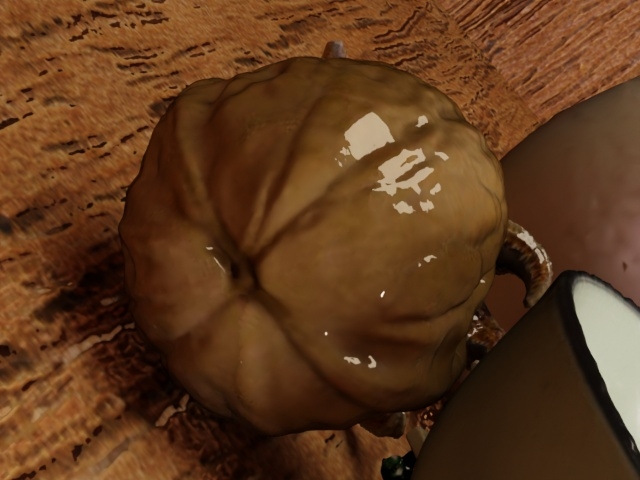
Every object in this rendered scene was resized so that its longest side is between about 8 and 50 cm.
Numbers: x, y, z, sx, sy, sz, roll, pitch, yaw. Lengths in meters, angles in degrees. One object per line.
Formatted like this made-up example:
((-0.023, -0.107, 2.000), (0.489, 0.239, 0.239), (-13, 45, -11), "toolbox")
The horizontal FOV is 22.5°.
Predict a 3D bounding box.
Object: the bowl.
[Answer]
((0.156, 0.205, 0.775), (0.354, 0.185, 0.354), (46, 17, -18), "bowl")

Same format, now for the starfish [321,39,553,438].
((0.021, -0.001, 0.951), (0.238, 0.216, 0.071), (15, -2, 13), "starfish")

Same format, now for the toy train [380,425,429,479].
((0.096, 0.148, 0.930), (0.138, 0.087, 0.050), (39, 16, -36), "toy train")

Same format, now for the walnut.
((0.000, 0.000, 0.805), (0.213, 0.213, 0.213), (45, 16, -17), "walnut")

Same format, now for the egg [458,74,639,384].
((0.281, 0.109, 1.067), (0.354, 0.354, 0.339), (36, 29, -42), "egg")
